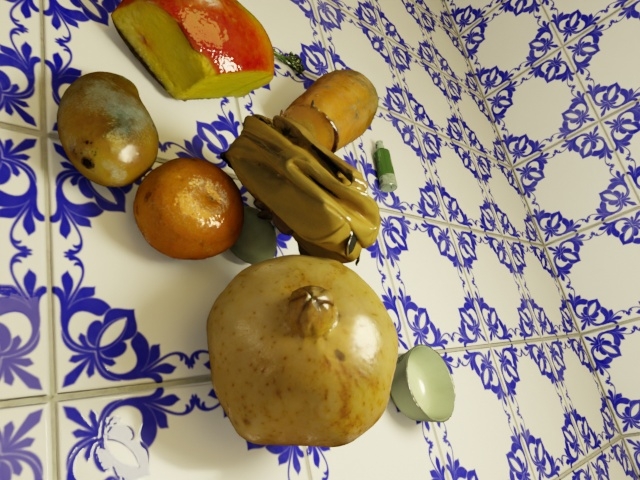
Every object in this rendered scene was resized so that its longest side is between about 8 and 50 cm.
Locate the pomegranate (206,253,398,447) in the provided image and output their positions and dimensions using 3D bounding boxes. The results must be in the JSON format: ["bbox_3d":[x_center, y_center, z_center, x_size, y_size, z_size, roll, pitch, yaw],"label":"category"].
[{"bbox_3d":[-0.031,0.193,0.922,0.410,0.410,0.410,26,50,-35],"label":"pomegranate"}]

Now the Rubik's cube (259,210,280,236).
[{"bbox_3d":[-0.128,-0.041,1.226,0.075,0.084,0.073,32,47,-4],"label":"Rubik's cube"}]

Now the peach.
[{"bbox_3d":[-0.296,-0.512,1.215,0.380,0.242,0.306,-19,86,-50],"label":"peach"}]

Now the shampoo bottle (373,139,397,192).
[{"bbox_3d":[0.230,-0.273,1.771,0.065,0.065,0.204,16,56,-41],"label":"shampoo bottle"}]

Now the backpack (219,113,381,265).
[{"bbox_3d":[-0.039,-0.101,1.043,0.378,0.201,0.353,40,-5,20],"label":"backpack"}]

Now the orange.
[{"bbox_3d":[-0.268,-0.060,1.010,0.224,0.170,0.224,14,66,-35],"label":"orange"}]

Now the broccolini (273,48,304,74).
[{"bbox_3d":[-0.147,-0.620,1.590,0.254,0.057,0.071,20,11,-42],"label":"broccolini"}]

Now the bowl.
[{"bbox_3d":[0.262,0.397,1.338,0.211,0.112,0.211,26,50,-36],"label":"bowl"}]

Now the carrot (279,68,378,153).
[{"bbox_3d":[0.041,-0.393,1.517,0.224,0.224,0.340,49,44,-12],"label":"carrot"}]

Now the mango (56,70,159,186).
[{"bbox_3d":[-0.420,-0.239,0.986,0.193,0.146,0.316,26,40,-40],"label":"mango"}]

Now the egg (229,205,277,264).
[{"bbox_3d":[-0.162,-0.010,1.137,0.152,0.114,0.114,55,39,-10],"label":"egg"}]
